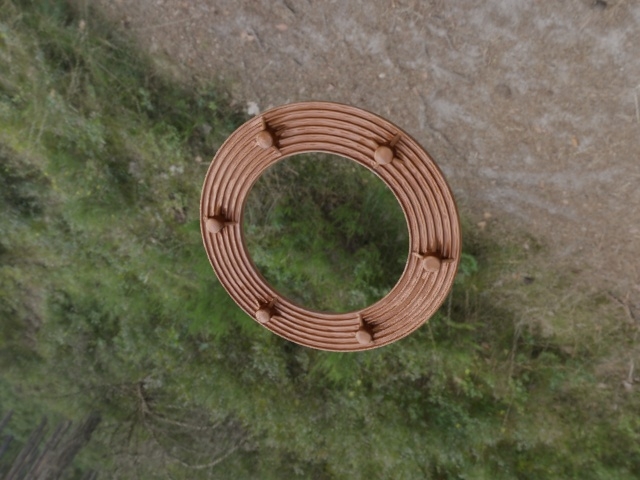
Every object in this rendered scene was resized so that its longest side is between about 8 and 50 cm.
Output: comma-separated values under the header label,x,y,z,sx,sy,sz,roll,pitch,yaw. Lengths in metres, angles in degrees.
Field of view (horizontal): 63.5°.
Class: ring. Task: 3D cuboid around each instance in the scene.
label,x,y,z,sx,sy,sz,roll,pitch,yaw
ring,0.000,0.000,0.638,0.337,0.032,0.336,7,115,16
